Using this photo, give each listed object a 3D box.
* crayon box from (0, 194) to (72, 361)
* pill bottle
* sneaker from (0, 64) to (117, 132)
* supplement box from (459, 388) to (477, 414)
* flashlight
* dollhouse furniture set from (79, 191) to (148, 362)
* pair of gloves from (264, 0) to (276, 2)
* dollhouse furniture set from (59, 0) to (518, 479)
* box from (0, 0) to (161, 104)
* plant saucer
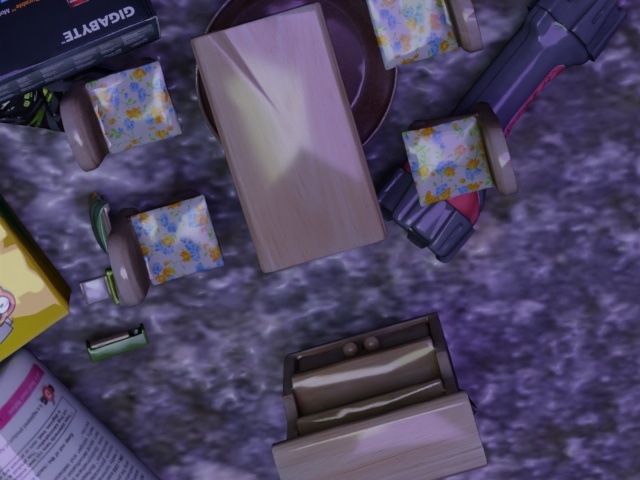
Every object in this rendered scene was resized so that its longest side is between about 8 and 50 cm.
[{"bbox_3d":[-0.467,0.037,1.660,0.363,0.106,0.313,-35,104,-1],"label":"crayon box"},{"bbox_3d":[-0.242,0.251,1.704,0.160,0.160,0.283,-44,103,0],"label":"pill bottle"},{"bbox_3d":[-0.267,-0.133,1.678,0.188,0.078,0.067,3,99,-10],"label":"sneaker"},{"bbox_3d":[0.058,0.210,1.786,0.104,0.081,0.188,32,93,-12],"label":"supplement box"},{"bbox_3d":[0.179,-0.123,1.747,0.103,0.103,0.304,40,87,-9],"label":"flashlight"},{"bbox_3d":[-0.213,0.034,1.716,0.059,0.076,0.151,-16,102,-7],"label":"dollhouse furniture set"},{"bbox_3d":[-0.066,-0.328,1.706,0.159,0.023,0.198,3,98,-9],"label":"pair of gloves"},{"bbox_3d":[0.000,0.000,1.564,0.362,0.256,0.394,-16,104,3],"label":"dollhouse furniture set"},{"bbox_3d":[-0.279,-0.224,1.635,0.220,0.051,0.175,-23,73,-6],"label":"box"},{"bbox_3d":[-0.025,-0.163,1.725,0.199,0.036,0.198,-4,106,-12],"label":"plant saucer"}]
